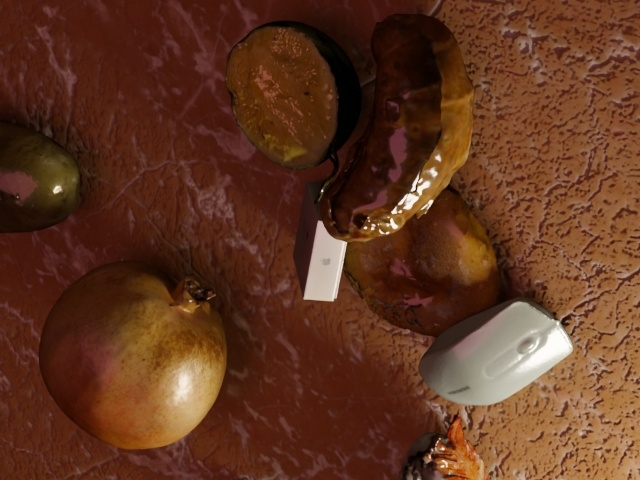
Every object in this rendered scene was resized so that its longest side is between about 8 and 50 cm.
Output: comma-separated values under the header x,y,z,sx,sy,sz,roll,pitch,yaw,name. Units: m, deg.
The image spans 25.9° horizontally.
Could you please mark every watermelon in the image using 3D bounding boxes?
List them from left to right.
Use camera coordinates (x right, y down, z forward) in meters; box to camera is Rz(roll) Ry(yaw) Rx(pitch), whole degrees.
x,y,z,sx,sy,sz,roll,pitch,yaw,name
-0.020,-0.206,1.964,0.232,0.127,0.204,43,130,18,watermelon

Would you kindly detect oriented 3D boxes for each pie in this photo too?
x,y,z,sx,sy,sz,roll,pitch,yaw,name
0.141,0.025,1.986,0.273,0.069,0.273,16,118,33,pie

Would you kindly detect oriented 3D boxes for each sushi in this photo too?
x,y,z,sx,sy,sz,roll,pitch,yaw,name
0.157,0.407,2.086,0.130,0.124,0.332,32,125,11,sushi

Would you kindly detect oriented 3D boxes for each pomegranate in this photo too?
x,y,z,sx,sy,sz,roll,pitch,yaw,name
-0.285,0.173,2.197,0.319,0.319,0.319,13,115,30,pomegranate

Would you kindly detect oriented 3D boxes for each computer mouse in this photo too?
x,y,z,sx,sy,sz,roll,pitch,yaw,name
0.240,0.164,1.946,0.128,0.079,0.231,40,130,-21,computer mouse

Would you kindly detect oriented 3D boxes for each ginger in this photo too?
x,y,z,sx,sy,sz,roll,pitch,yaw,name
0.116,-0.140,1.857,0.172,0.165,0.321,17,94,2,ginger

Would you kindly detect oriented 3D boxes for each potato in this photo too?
x,y,z,sx,sy,sz,roll,pitch,yaw,name
-0.531,-0.107,2.321,0.308,0.173,0.210,7,110,30,potato

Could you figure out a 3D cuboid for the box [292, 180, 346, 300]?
x,y,z,sx,sy,sz,roll,pitch,yaw,name
0.000,0.000,2.034,0.051,0.130,0.129,4,118,-12,box
